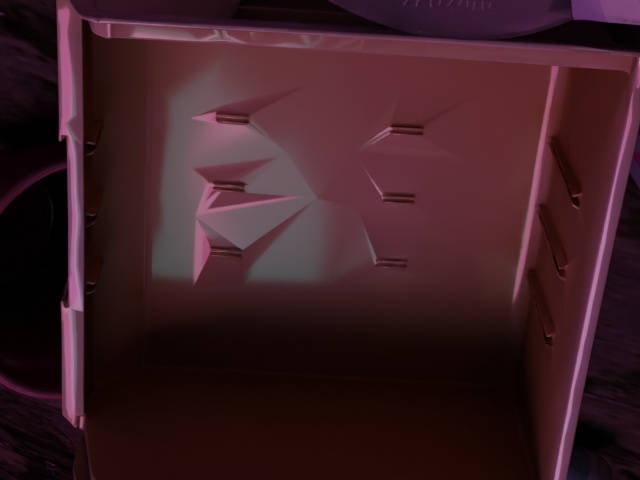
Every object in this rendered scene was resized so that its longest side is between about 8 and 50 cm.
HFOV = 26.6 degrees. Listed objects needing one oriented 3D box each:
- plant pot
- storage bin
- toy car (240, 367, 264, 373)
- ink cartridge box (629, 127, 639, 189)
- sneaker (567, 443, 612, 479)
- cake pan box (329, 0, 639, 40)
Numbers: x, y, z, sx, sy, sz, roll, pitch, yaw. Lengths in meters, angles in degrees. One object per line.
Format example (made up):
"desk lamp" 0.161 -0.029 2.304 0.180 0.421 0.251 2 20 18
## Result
"plant pot" -0.242 0.006 1.126 0.180 0.201 0.201 25 161 47
"storage bin" 0.000 0.000 0.675 0.260 0.123 0.262 3 119 -3
"toy car" -0.036 0.042 0.876 0.219 0.238 0.210 37 164 -21
"ink cartridge box" 0.301 0.022 0.725 0.186 0.065 0.311 3 147 44
"sneaker" 0.095 0.199 1.205 0.208 0.127 0.319 35 154 -17
"cake pan box" 0.037 -0.199 0.463 0.246 0.070 0.267 13 133 29
